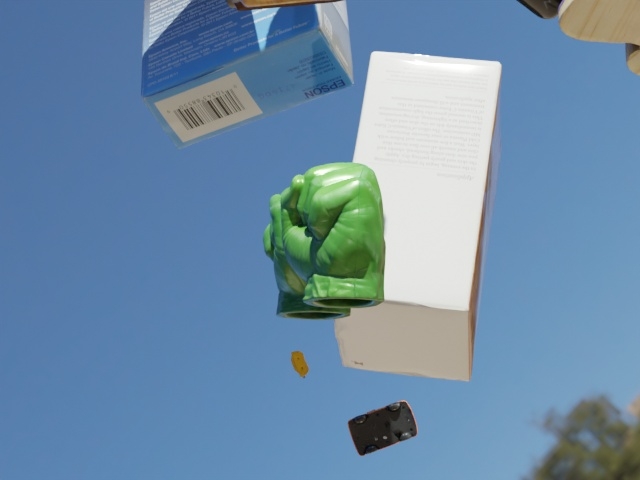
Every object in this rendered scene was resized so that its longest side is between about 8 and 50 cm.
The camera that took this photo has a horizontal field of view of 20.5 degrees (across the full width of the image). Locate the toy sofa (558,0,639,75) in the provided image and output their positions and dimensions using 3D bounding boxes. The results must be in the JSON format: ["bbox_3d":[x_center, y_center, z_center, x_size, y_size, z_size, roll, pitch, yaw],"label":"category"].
[{"bbox_3d":[0.295,-0.280,1.175,0.362,0.177,0.150,113,168,-45],"label":"toy sofa"}]

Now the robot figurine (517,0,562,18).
[{"bbox_3d":[0.288,-0.362,1.903,0.209,0.174,0.278,-19,-38,37],"label":"robot figurine"}]

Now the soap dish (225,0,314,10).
[{"bbox_3d":[-0.060,-0.301,1.303,0.118,0.291,0.229,-24,8,-1],"label":"soap dish"}]

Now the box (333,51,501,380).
[{"bbox_3d":[0.125,-0.029,2.196,0.215,0.168,0.345,80,-161,-62],"label":"box"}]

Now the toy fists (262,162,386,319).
[{"bbox_3d":[0.000,0.000,1.794,0.096,0.142,0.279,3,-8,-10],"label":"toy fists"}]

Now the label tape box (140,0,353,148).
[{"bbox_3d":[-0.097,-0.307,2.275,0.249,0.348,0.115,-20,-47,17],"label":"label tape box"}]

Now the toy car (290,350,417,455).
[{"bbox_3d":[0.029,0.131,1.517,0.060,0.122,0.040,-37,-1,-7],"label":"toy car"}]
